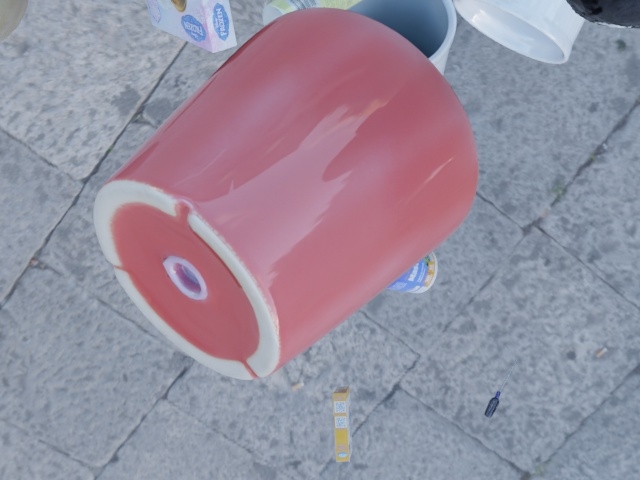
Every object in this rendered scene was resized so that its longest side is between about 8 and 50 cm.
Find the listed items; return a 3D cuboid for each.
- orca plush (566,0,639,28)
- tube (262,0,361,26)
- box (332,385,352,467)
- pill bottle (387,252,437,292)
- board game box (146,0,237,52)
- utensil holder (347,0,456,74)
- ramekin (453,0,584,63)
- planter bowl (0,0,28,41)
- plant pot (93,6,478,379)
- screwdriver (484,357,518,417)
[{"bbox_3d":[0.184,-0.225,0.459,0.102,0.287,0.151,-4,141,27],"label":"orca plush"},{"bbox_3d":[0.022,-0.354,0.926,0.062,0.070,0.240,41,65,13],"label":"tube"},{"bbox_3d":[0.041,0.342,1.212,0.028,0.081,0.136,-1,86,7],"label":"box"},{"bbox_3d":[0.204,0.069,1.963,0.271,0.152,0.152,11,109,-37],"label":"pill bottle"},{"bbox_3d":[-0.310,-0.597,1.422,0.065,0.318,0.318,-27,129,-25],"label":"board game box"},{"bbox_3d":[0.206,-0.526,1.909,0.327,0.385,0.328,-1,74,5],"label":"utensil holder"},{"bbox_3d":[0.436,-0.505,1.412,0.277,0.277,0.135,27,100,-12],"label":"ramekin"},{"bbox_3d":[-0.407,-0.282,0.708,0.161,0.109,0.162,-5,111,-13],"label":"planter bowl"},{"bbox_3d":[-0.039,-0.032,0.577,0.243,0.274,0.275,-44,112,-36],"label":"plant pot"},{"bbox_3d":[0.458,0.370,1.675,0.024,0.025,0.170,37,74,-32],"label":"screwdriver"}]
